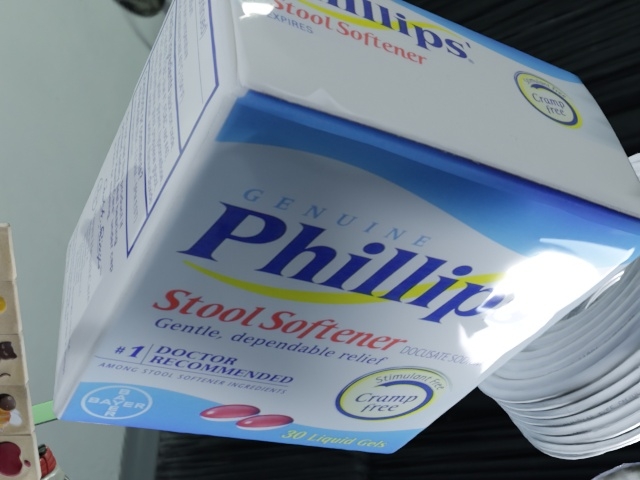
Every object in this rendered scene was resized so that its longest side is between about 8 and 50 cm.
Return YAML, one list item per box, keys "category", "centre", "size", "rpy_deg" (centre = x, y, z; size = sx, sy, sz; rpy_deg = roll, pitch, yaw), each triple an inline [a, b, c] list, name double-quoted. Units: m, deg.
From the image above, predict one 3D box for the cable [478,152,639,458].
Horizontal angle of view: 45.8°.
- category: "cable"
  centre: [0.231, 0.045, 0.605]
  size: [0.089, 0.257, 0.257]
  rpy_deg: [40, 54, -12]

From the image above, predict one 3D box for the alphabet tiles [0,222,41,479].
- category: "alphabet tiles"
  centre: [-0.307, 0.064, 0.531]
  size: [0.009, 0.198, 0.237]
  rpy_deg: [-86, 176, -74]

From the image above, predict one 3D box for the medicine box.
- category: "medicine box"
  centre: [0.000, 0.000, 0.486]
  size: [0.263, 0.289, 0.149]
  rpy_deg: [14, 46, -26]

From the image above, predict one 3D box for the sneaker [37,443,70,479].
- category: "sneaker"
  centre: [-0.320, 0.291, 0.719]
  size: [0.093, 0.225, 0.088]
  rpy_deg: [53, 17, -5]

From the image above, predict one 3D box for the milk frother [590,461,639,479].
- category: "milk frother"
  centre: [0.210, 0.183, 0.380]
  size: [0.143, 0.129, 0.135]
  rpy_deg: [32, 15, -40]

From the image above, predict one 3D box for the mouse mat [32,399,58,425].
- category: "mouse mat"
  centre: [-0.493, 0.317, 1.436]
  size: [0.189, 0.152, 0.007]
  rpy_deg: [179, -102, -76]
